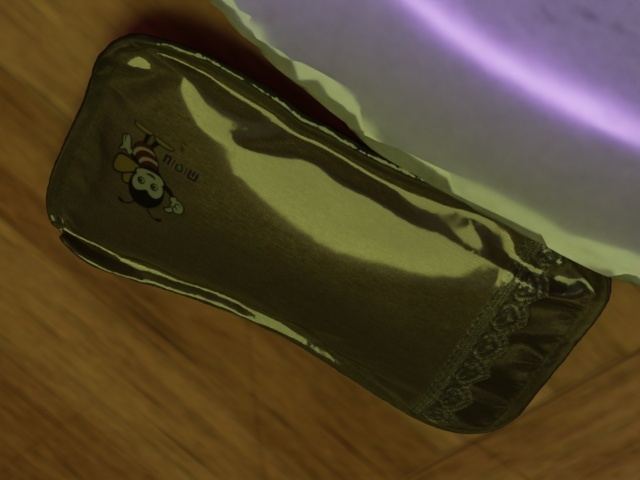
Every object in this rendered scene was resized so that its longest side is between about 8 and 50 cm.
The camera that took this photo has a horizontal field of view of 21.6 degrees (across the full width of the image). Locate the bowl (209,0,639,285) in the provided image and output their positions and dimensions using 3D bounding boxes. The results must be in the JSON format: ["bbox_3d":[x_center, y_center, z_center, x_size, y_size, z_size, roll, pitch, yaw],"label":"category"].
[{"bbox_3d":[0.151,-0.199,0.331,0.434,0.196,0.435,11,132,13],"label":"bowl"}]

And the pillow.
[{"bbox_3d":[0.000,0.000,0.661,0.217,0.033,0.130,28,133,-4],"label":"pillow"}]
